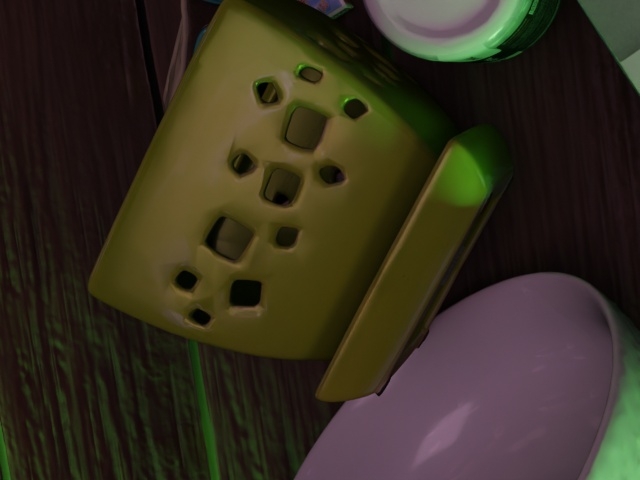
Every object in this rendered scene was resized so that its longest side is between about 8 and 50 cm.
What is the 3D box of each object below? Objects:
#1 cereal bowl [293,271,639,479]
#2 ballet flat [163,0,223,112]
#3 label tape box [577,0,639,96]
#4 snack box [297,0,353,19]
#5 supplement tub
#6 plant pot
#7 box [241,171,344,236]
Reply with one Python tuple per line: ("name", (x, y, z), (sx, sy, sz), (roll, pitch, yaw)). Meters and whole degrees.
("cereal bowl", (0.116, 0.195, 0.953), (0.339, 0.339, 0.141), (-41, 111, 18))
("ballet flat", (-0.072, -0.185, 1.057), (0.086, 0.086, 0.248), (28, 120, 13))
("label tape box", (0.301, -0.084, 0.877), (0.106, 0.240, 0.334), (-35, 86, 30))
("snack box", (-0.044, -0.245, 1.089), (0.064, 0.022, 0.178), (-29, 87, 20))
("supplement tub", (0.104, -0.182, 0.961), (0.117, 0.190, 0.117), (2, 96, 18))
("plant pot", (0.004, -0.024, 0.972), (0.207, 0.227, 0.228), (30, 103, 8))
("box", (0.000, 0.000, 1.104), (0.136, 0.028, 0.081), (-28, 87, 21))
